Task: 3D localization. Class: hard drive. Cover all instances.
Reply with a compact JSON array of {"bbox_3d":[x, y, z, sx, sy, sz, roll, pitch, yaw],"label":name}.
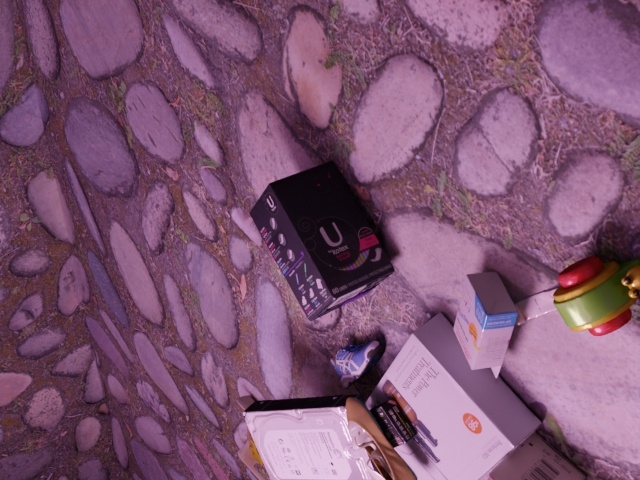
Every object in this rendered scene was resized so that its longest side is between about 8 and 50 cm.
[{"bbox_3d":[-0.011,0.486,1.897,0.339,0.064,0.237,-12,104,38],"label":"hard drive"}]

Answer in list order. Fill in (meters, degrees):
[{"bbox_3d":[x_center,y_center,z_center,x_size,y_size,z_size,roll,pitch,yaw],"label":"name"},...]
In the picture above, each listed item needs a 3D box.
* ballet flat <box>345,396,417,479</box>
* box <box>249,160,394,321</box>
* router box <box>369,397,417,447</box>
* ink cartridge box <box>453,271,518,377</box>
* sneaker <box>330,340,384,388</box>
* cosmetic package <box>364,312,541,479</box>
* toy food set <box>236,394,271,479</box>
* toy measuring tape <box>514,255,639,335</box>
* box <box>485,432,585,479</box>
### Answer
[{"bbox_3d":[0.111,0.435,1.687,0.232,0.073,0.080,51,150,16],"label":"ballet flat"},{"bbox_3d":[0.000,0.000,1.651,0.270,0.165,0.143,60,149,11],"label":"box"},{"bbox_3d":[0.143,0.396,1.720,0.092,0.038,0.122,57,150,8],"label":"router box"},{"bbox_3d":[0.291,0.157,1.446,0.104,0.061,0.181,-107,16,-47],"label":"ink cartridge box"},{"bbox_3d":[0.078,0.275,1.854,0.081,0.080,0.211,51,145,10],"label":"sneaker"},{"bbox_3d":[0.251,0.364,1.669,0.284,0.097,0.377,46,146,18],"label":"cosmetic package"},{"bbox_3d":[-0.185,0.646,2.498,0.219,0.092,0.306,39,141,30],"label":"toy food set"},{"bbox_3d":[0.382,0.102,1.264,0.121,0.121,0.330,60,148,1],"label":"toy measuring tape"},{"bbox_3d":[0.384,0.507,1.542,0.127,0.148,0.232,39,143,29],"label":"box"}]
